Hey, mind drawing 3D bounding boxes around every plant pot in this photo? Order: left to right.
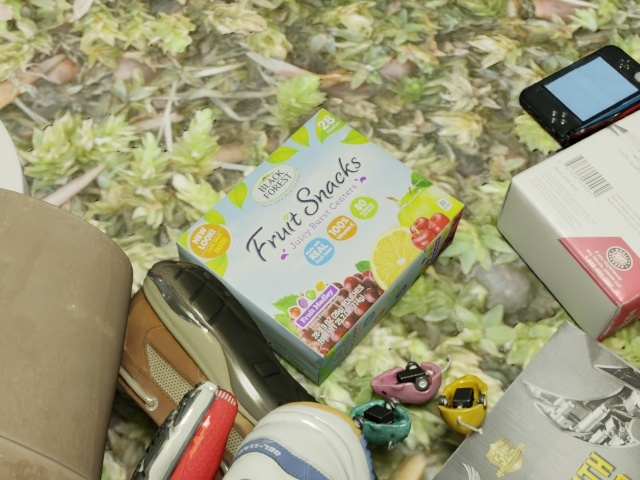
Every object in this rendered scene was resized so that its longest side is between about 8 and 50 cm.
[{"bbox_3d":[-0.246,0.091,0.703,0.263,0.263,0.229,16,66,7],"label":"plant pot"}]

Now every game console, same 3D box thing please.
[{"bbox_3d":[0.300,-0.165,1.007,0.144,0.085,0.124,-28,60,-20],"label":"game console"}]

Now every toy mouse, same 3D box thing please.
[{"bbox_3d":[0.070,0.139,0.816,0.143,0.031,0.161,-7,17,14],"label":"toy mouse"}]

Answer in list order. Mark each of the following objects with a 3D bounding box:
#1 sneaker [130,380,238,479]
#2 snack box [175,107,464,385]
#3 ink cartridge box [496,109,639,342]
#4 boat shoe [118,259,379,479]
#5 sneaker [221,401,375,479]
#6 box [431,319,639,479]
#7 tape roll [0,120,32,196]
[{"bbox_3d":[-0.095,0.237,0.697,0.118,0.107,0.279,16,93,-5],"label":"sneaker"},{"bbox_3d":[0.000,0.000,0.901,0.174,0.070,0.207,37,62,18],"label":"snack box"},{"bbox_3d":[0.303,-0.027,0.923,0.218,0.092,0.158,-28,64,-17],"label":"ink cartridge box"},{"bbox_3d":[-0.059,0.166,0.781,0.120,0.122,0.324,-42,73,10],"label":"boat shoe"},{"bbox_3d":[-0.010,0.263,0.640,0.112,0.131,0.296,-13,95,23],"label":"sneaker"},{"bbox_3d":[0.206,0.203,0.795,0.183,0.056,0.231,38,64,18],"label":"box"},{"bbox_3d":[-0.455,-0.006,0.878,0.392,0.072,0.392,2,58,-3],"label":"tape roll"}]
